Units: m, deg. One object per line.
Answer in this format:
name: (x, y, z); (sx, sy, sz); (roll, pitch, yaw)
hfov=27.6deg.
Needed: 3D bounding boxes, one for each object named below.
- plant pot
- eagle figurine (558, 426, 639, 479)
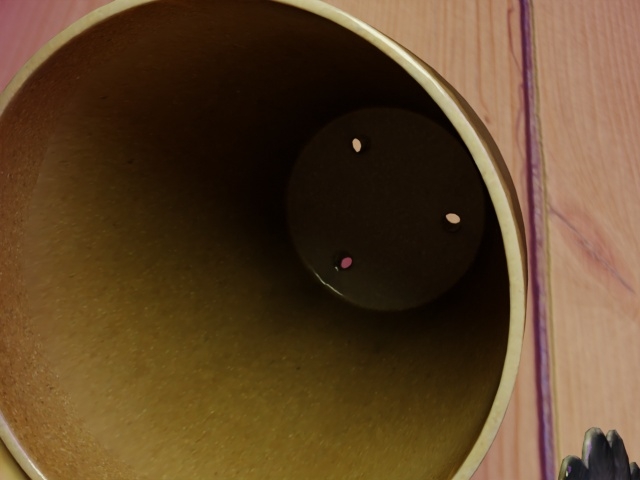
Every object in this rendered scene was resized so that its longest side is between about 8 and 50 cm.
plant pot: (0.000, 0.000, 0.615); (0.237, 0.237, 0.254); (54, 21, 3)
eagle figurine: (0.045, 0.234, 0.432); (0.226, 0.225, 0.298); (20, 43, -43)
